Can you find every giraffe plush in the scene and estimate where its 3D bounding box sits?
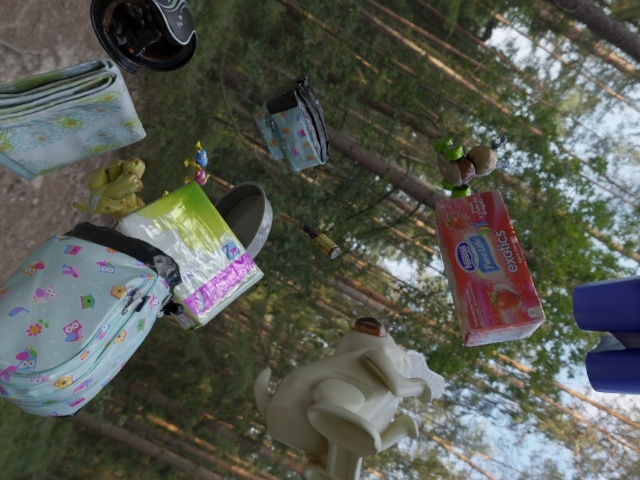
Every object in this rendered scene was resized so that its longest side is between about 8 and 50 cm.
[{"bbox_3d":[-0.536,-0.099,1.156,0.170,0.181,0.210,64,28,-47],"label":"giraffe plush"}]

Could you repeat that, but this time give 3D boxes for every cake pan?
[{"bbox_3d":[-0.246,-0.032,1.213,0.293,0.054,0.293,-23,-129,32],"label":"cake pan"}]

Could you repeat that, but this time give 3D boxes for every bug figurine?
[{"bbox_3d":[-0.433,-0.174,1.368,0.279,0.072,0.216,-61,-175,-9],"label":"bug figurine"}]

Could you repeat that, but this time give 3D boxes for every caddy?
[{"bbox_3d":[0.659,0.190,0.871,0.179,0.341,0.241,-15,-100,38],"label":"caddy"}]

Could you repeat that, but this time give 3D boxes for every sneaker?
[{"bbox_3d":[0.350,0.506,1.622,0.127,0.321,0.126,12,-117,50],"label":"sneaker"}]

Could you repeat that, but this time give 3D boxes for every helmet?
[{"bbox_3d":[-0.302,-0.380,0.736,0.161,0.169,0.169,-87,-157,-59],"label":"helmet"}]

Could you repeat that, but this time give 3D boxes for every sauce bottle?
[{"bbox_3d":[0.000,0.000,1.180,0.042,0.128,0.042,-31,145,-26],"label":"sauce bottle"}]

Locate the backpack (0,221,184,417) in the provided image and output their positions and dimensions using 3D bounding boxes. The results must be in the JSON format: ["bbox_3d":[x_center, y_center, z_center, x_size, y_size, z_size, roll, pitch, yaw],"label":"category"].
[{"bbox_3d":[-0.242,0.072,0.416,0.115,0.152,0.182,98,11,-49],"label":"backpack"}]

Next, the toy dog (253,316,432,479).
[{"bbox_3d":[0.078,0.382,1.062,0.408,0.395,0.284,-33,125,-50],"label":"toy dog"}]

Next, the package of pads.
[{"bbox_3d":[-0.307,0.036,0.982,0.101,0.296,0.229,-29,-171,46],"label":"package of pads"}]

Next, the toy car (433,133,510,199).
[{"bbox_3d":[0.441,-0.229,1.199,0.188,0.155,0.149,-20,-152,4],"label":"toy car"}]

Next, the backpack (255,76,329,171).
[{"bbox_3d":[-0.057,-0.256,0.977,0.144,0.188,0.166,-21,-151,18],"label":"backpack"}]

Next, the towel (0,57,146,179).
[{"bbox_3d":[-0.588,-0.264,0.969,0.320,0.090,0.374,-22,180,-16],"label":"towel"}]

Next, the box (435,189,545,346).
[{"bbox_3d":[0.353,0.062,0.921,0.154,0.142,0.300,62,19,-61],"label":"box"}]
